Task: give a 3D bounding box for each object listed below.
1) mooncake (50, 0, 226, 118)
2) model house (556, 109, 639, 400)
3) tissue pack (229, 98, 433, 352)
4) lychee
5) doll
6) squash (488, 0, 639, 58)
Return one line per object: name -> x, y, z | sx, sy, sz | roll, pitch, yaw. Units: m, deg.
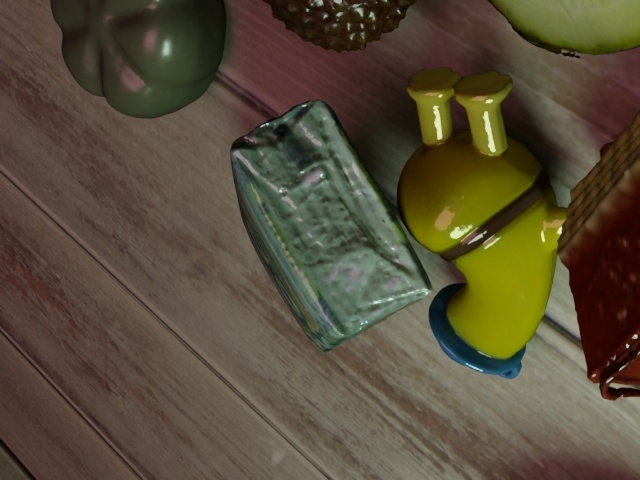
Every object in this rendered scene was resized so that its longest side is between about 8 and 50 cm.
mooncake -> -0.246, -0.295, 1.249 | 0.275, 0.135, 0.274 | 24, 128, 35
model house -> 0.299, -0.017, 0.770 | 0.196, 0.160, 0.253 | 116, 152, -50
tissue pack -> 0.000, 0.000, 1.072 | 0.228, 0.128, 0.311 | 61, 173, 6
lychee -> 0.019, -0.288, 0.902 | 0.200, 0.200, 0.238 | 39, 154, 24
doll -> 0.170, 0.003, 0.974 | 0.199, 0.145, 0.362 | 14, 132, 40
squash -> 0.184, -0.225, 0.787 | 0.155, 0.204, 0.237 | -41, 82, 30
